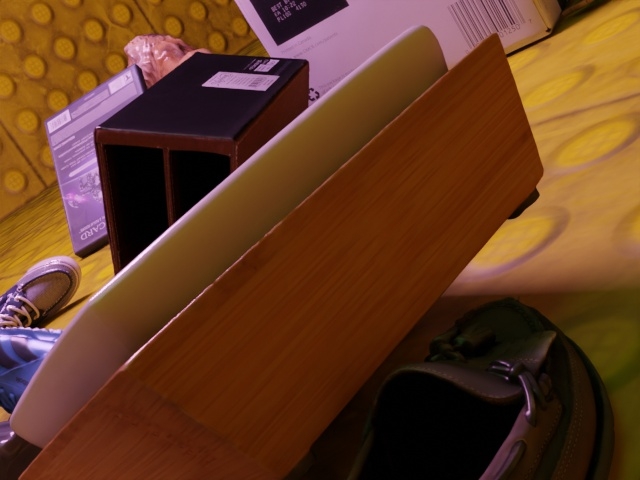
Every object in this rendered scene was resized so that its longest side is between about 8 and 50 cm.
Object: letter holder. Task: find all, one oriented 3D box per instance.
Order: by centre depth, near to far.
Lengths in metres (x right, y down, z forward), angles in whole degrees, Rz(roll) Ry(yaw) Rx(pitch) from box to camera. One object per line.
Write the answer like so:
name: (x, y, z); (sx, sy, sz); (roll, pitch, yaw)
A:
letter holder: (-0.120, -0.072, 1.133); (0.152, 0.215, 0.302); (6, 26, 12)

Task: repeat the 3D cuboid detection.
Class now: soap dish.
soap dish: (-0.020, 0.029, 0.538); (0.291, 0.118, 0.229); (-43, 0, -36)

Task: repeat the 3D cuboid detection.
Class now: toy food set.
toy food set: (0.335, -0.286, 1.094); (0.078, 0.019, 0.122); (-41, 10, -29)

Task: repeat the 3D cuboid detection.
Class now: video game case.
video game case: (-0.342, -0.132, 1.580); (0.196, 0.274, 0.026); (-29, -28, 15)

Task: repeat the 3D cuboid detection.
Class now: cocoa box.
cocoa box: (0.115, -0.328, 1.242); (0.347, 0.231, 0.228); (-22, 18, 35)

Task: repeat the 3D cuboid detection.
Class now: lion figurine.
lion figurine: (-0.201, -0.252, 1.612); (0.142, 0.240, 0.392); (-38, 17, -20)

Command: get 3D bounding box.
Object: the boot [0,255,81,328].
boot: (-0.385, 0.099, 1.248); (0.190, 0.069, 0.086); (-38, 21, 11)

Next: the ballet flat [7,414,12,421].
ballet flat: (-0.249, 0.167, 0.814); (0.041, 0.041, 0.114); (-26, 15, 21)

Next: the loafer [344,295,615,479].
loafer: (0.054, 0.084, 0.379); (0.096, 0.084, 0.267); (-25, 17, 27)

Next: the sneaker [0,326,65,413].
sneaker: (-0.223, 0.119, 0.779); (0.209, 0.069, 0.082); (-4, 49, 24)

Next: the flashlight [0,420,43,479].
flashlight: (-0.292, 0.190, 0.713); (0.304, 0.103, 0.103); (-18, 47, 39)
